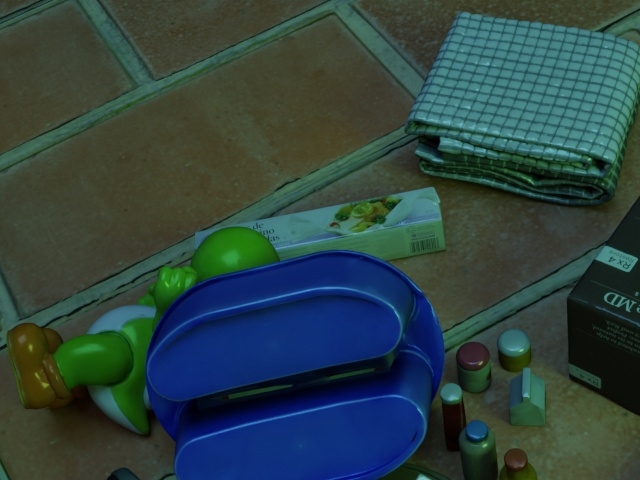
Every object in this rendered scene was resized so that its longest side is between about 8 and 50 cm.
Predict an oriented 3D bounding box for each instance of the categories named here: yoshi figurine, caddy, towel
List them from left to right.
[{"bbox_3d":[-0.188,0.085,1.429,0.362,0.203,0.203,-13,42,-3],"label":"yoshi figurine"},{"bbox_3d":[-0.031,0.148,1.300,0.341,0.241,0.179,-13,11,5],"label":"caddy"},{"bbox_3d":[0.279,-0.174,1.597,0.284,0.121,0.235,12,55,19],"label":"towel"}]

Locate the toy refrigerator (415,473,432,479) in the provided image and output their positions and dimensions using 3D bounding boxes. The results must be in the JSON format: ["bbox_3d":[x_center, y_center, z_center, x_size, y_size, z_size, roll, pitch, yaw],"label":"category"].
[{"bbox_3d":[0.188,0.341,1.138,0.269,0.094,0.102,29,81,14],"label":"toy refrigerator"}]

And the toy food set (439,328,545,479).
[{"bbox_3d":[0.193,0.182,1.316,0.111,0.104,0.232,0,50,13],"label":"toy food set"}]

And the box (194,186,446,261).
[{"bbox_3d":[0.000,0.000,1.540,0.324,0.067,0.063,-11,47,4],"label":"box"}]

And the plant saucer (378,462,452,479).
[{"bbox_3d":[0.058,0.349,1.247,0.278,0.041,0.278,-7,48,7],"label":"plant saucer"}]

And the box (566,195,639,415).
[{"bbox_3d":[0.398,0.074,1.321,0.168,0.167,0.203,25,59,29],"label":"box"}]

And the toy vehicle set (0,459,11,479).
[{"bbox_3d":[-0.476,0.279,1.425,0.166,0.035,0.267,-31,51,-14],"label":"toy vehicle set"}]

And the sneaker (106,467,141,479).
[{"bbox_3d":[-0.213,0.352,1.271,0.130,0.087,0.227,-22,54,-15],"label":"sneaker"}]
